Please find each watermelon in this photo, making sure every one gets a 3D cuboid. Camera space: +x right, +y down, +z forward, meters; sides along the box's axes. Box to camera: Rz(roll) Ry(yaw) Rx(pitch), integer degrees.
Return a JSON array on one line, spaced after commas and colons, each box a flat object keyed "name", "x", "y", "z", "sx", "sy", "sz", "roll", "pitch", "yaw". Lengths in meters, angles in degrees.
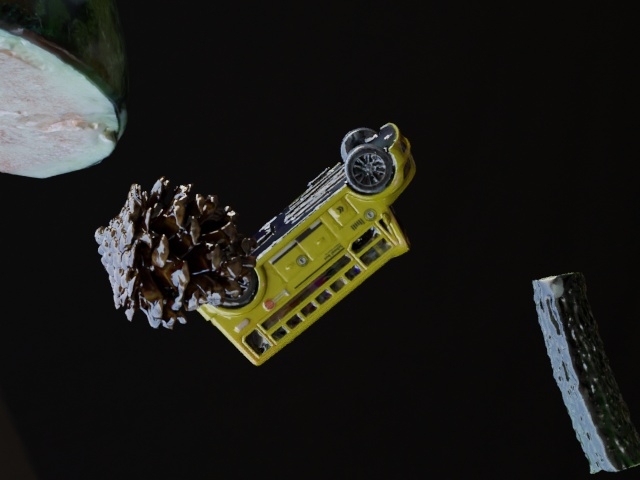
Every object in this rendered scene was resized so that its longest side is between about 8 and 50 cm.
[{"name": "watermelon", "x": -0.215, "y": -0.142, "z": 0.938, "sx": 0.180, "sy": 0.305, "sz": 0.224, "roll": -38, "pitch": -97, "yaw": -14}]

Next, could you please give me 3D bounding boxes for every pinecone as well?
[{"name": "pinecone", "x": -0.150, "y": 0.014, "z": 1.633, "sx": 0.173, "sy": 0.173, "sz": 0.174, "roll": 21, "pitch": -126, "yaw": -33}]

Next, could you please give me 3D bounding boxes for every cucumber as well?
[{"name": "cucumber", "x": 0.238, "y": 0.118, "z": 1.403, "sx": 0.058, "sy": 0.058, "sz": 0.187, "roll": -8, "pitch": -104, "yaw": -44}]

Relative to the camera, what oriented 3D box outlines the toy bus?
[{"name": "toy bus", "x": 0.000, "y": 0.000, "z": 1.965, "sx": 0.151, "sy": 0.331, "sz": 0.145, "roll": 49, "pitch": -172, "yaw": -11}]
